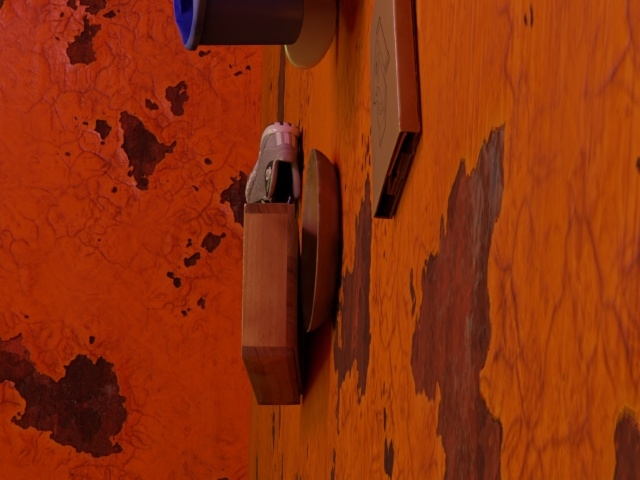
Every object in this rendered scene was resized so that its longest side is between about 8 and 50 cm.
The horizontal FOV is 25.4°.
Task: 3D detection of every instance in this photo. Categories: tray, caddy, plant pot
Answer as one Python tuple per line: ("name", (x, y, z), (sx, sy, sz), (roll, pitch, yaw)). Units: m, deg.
("tray", (-0.063, 0.103, 2.018), (0.411, 0.076, 0.203), (85, -175, -75))
("caddy", (-0.122, -0.360, 1.705), (0.341, 0.179, 0.241), (-115, 29, -66))
("plant pot", (0.000, 0.000, 1.823), (0.236, 0.032, 0.236), (-178, 90, -85))

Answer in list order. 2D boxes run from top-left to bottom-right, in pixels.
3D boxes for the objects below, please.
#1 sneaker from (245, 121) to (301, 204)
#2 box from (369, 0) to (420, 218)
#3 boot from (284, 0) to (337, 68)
("sneaker", (-0.077, -0.076, 2.381), (0.132, 0.086, 0.228), (-97, 11, -45))
("box", (0.063, -0.143, 1.275), (0.164, 0.021, 0.201), (103, 167, -63))
("boot", (-0.008, -0.311, 1.881), (0.086, 0.069, 0.190), (98, -178, -82))
